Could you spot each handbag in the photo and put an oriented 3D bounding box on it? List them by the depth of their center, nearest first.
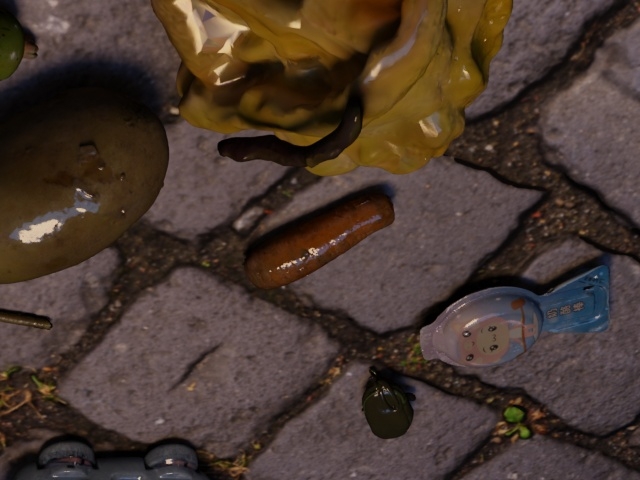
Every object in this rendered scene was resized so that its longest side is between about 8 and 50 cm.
[{"bbox_3d":[0.086,0.209,1.774,0.072,0.047,0.111,-16,134,7],"label":"handbag"}]

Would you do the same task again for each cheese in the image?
[{"bbox_3d":[0.241,0.100,1.714,0.245,0.052,0.135,-14,134,-3],"label":"cheese"}]

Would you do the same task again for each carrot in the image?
[{"bbox_3d":[0.000,0.000,1.551,0.186,0.060,0.060,-27,133,9],"label":"carrot"}]

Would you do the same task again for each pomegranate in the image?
[{"bbox_3d":[-0.303,-0.188,1.293,0.084,0.073,0.073,-38,145,-34],"label":"pomegranate"}]

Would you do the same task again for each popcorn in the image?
[{"bbox_3d":[0.014,-0.190,1.187,0.349,0.381,0.349,2,130,3],"label":"popcorn"}]

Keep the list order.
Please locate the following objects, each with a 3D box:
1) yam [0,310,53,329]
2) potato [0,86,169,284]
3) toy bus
[{"bbox_3d":[-0.354,0.086,1.561,0.107,0.014,0.014,13,127,-26],"label":"yam"},{"bbox_3d":[-0.270,-0.051,1.355,0.262,0.165,0.165,-24,134,7],"label":"potato"},{"bbox_3d":[-0.268,0.396,1.759,0.294,0.197,0.232,3,141,-20],"label":"toy bus"}]
